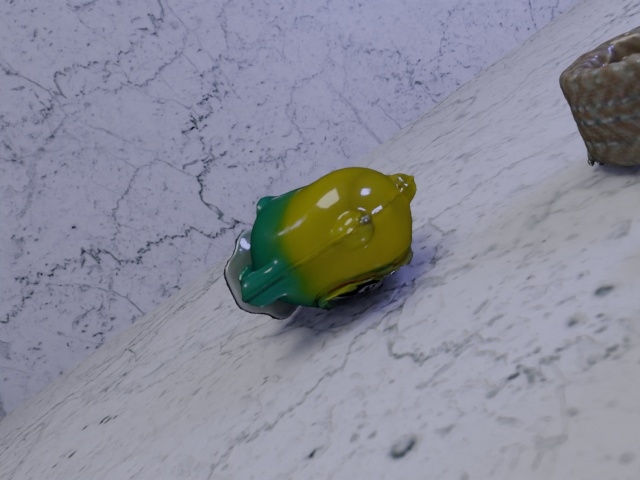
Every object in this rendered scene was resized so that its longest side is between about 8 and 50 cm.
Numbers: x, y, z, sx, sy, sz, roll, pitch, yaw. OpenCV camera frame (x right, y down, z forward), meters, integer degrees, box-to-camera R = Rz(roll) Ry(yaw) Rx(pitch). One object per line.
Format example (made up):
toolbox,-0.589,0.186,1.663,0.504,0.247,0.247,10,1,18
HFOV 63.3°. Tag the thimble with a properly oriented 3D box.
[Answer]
thimble,0.430,-0.193,0.656,0.196,0.148,0.229,-35,15,-10

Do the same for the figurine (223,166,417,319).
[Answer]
figurine,0.000,0.000,0.866,0.340,0.231,0.323,-30,7,44
